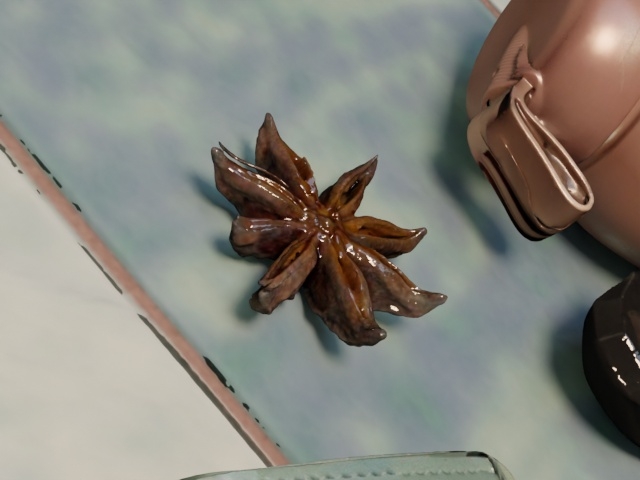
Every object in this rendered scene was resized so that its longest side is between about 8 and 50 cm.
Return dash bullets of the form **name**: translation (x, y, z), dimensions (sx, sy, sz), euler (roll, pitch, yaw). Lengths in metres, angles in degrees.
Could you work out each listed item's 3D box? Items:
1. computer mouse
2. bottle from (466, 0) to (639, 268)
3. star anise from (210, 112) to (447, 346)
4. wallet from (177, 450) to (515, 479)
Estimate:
- **computer mouse**: translation (0.197, 0.082, 0.735), dimensions (0.172, 0.057, 0.099), euler (21, 43, -41)
- **bottle**: translation (0.231, -0.046, 0.779), dimensions (0.296, 0.173, 0.206), euler (31, 56, -16)
- **star anise**: translation (0.001, 0.001, 0.646), dimensions (0.141, 0.042, 0.141), euler (21, 44, -22)
- **wallet**: translation (0.034, 0.203, 0.487), dimensions (0.176, 0.075, 0.250), euler (0, 57, -32)
